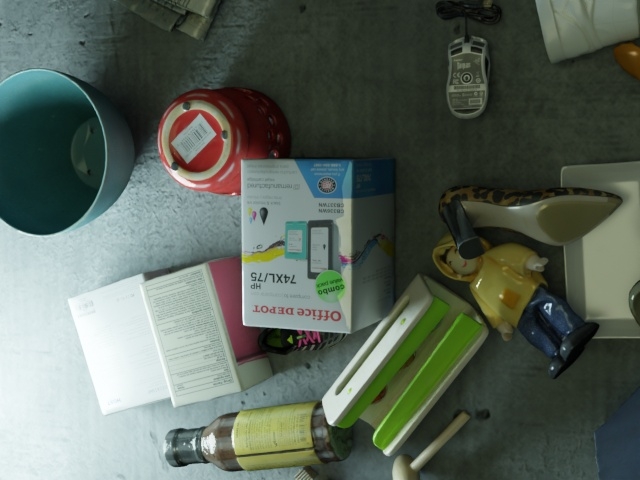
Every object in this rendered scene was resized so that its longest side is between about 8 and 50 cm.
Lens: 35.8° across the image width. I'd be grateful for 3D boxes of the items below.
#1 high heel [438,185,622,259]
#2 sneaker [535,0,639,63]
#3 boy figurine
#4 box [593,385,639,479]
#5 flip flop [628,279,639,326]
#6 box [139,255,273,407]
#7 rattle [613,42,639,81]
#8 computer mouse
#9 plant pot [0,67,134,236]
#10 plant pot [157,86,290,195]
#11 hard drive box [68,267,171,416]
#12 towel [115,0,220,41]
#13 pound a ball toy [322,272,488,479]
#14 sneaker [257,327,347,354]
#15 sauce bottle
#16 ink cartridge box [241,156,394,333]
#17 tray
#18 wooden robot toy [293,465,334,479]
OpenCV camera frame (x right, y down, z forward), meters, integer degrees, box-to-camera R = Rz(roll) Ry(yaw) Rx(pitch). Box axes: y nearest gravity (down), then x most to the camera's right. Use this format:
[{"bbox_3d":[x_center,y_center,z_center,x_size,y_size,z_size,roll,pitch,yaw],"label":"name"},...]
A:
[{"bbox_3d":[0.316,-0.064,1.537,0.261,0.186,0.093,-15,121,3],"label":"high heel"},{"bbox_3d":[0.395,-0.426,1.473,0.169,0.108,0.292,-11,100,22],"label":"sneaker"},{"bbox_3d":[0.296,0.074,1.541,0.285,0.092,0.177,44,140,21],"label":"boy figurine"},{"bbox_3d":[0.690,0.286,1.254,0.480,0.297,0.472,38,107,1],"label":"box"},{"bbox_3d":[0.557,0.167,1.447,0.112,0.080,0.277,-39,96,19],"label":"flip flop"},{"bbox_3d":[-0.200,0.159,1.758,0.148,0.127,0.232,-17,89,23],"label":"box"},{"bbox_3d":[0.557,-0.276,1.438,0.199,0.130,0.143,-39,35,8],"label":"rattle"},{"bbox_3d":[0.234,-0.288,1.582,0.106,0.042,0.193,1,90,18],"label":"computer mouse"},{"bbox_3d":[-0.452,-0.158,1.798,0.290,0.195,0.290,2,95,22],"label":"plant pot"},{"bbox_3d":[-0.168,-0.167,1.692,0.191,0.174,0.191,3,98,21],"label":"plant pot"},{"bbox_3d":[-0.344,0.189,1.841,0.181,0.089,0.232,-18,87,23],"label":"hard drive box"},{"bbox_3d":[-0.277,-0.553,1.765,0.312,0.056,0.324,29,106,18],"label":"towel"},{"bbox_3d":[0.151,0.235,1.631,0.208,0.136,0.319,31,104,-17],"label":"pound a ball toy"},{"bbox_3d":[-0.036,0.166,1.717,0.170,0.075,0.063,-10,91,23],"label":"sneaker"},{"bbox_3d":[-0.117,0.349,1.748,0.344,0.111,0.111,-9,91,23],"label":"sauce bottle"},{"bbox_3d":[0.000,0.000,1.620,0.198,0.197,0.270,2,96,23],"label":"ink cartridge box"},{"bbox_3d":[0.449,0.016,1.523,0.145,0.030,0.270,-2,94,24],"label":"tray"},{"bbox_3d":[0.010,0.474,1.723,0.076,0.079,0.173,-31,83,22],"label":"wooden robot toy"}]
